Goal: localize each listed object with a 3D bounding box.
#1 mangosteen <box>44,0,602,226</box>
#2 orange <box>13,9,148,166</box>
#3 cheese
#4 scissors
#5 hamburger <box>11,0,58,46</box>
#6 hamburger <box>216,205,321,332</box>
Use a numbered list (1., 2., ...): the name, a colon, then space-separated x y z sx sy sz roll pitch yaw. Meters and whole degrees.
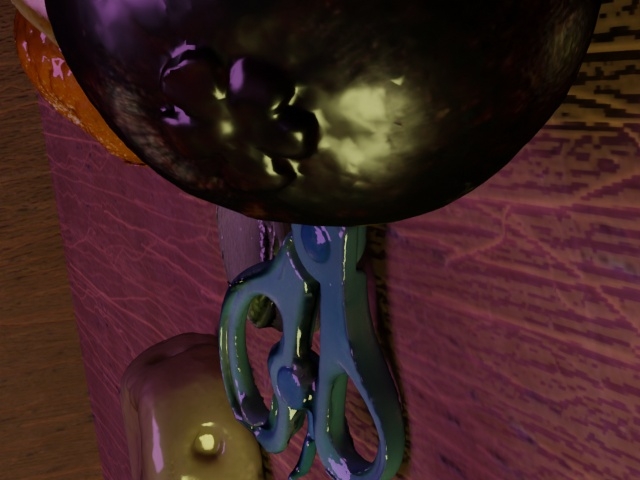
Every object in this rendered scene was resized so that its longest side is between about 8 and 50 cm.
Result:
1. mangosteen: 0.008 -0.132 0.624 0.228 0.228 0.265 99 -170 -52
2. orange: -0.148 -0.156 1.215 0.193 0.161 0.193 41 165 13
3. cheese: -0.132 0.195 1.502 0.235 0.117 0.218 100 157 -44
4. scissors: 0.000 0.000 0.979 0.180 0.032 0.392 32 131 37
5. hamburger: -0.124 -0.170 1.028 0.108 0.214 0.213 -46 42 19
6. hamburger: -0.035 0.001 1.119 0.133 0.062 0.140 97 158 -45
